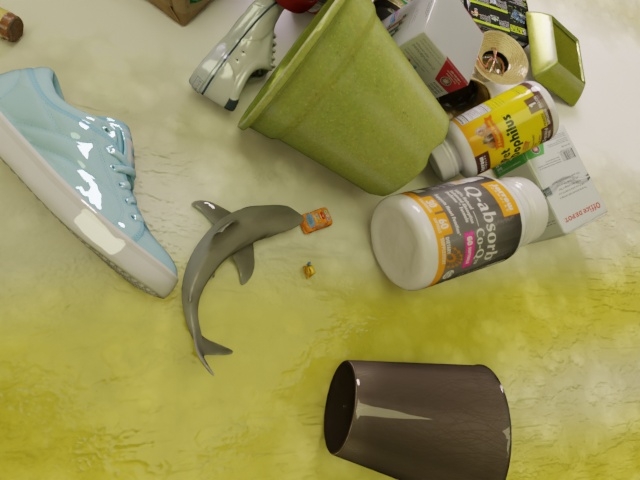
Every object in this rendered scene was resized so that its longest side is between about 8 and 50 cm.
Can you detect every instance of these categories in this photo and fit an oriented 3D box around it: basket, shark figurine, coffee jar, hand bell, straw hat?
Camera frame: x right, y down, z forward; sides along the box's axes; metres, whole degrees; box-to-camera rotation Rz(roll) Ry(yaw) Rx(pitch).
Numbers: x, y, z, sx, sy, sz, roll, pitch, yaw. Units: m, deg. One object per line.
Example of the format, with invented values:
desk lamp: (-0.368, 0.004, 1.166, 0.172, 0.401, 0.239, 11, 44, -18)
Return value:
basket: (0.131, 0.265, 0.589, 0.227, 0.154, 0.204, 15, 70, -12)
shark figurine: (-0.144, 0.029, 0.569, 0.166, 0.116, 0.278, 30, 67, -9)
coffee jar: (0.155, -0.490, 0.825, 0.096, 0.079, 0.184, 27, 68, -15)
hand bell: (0.282, -0.365, 0.843, 0.126, 0.126, 0.241, 18, 58, -15)
straw hat: (0.378, -0.386, 0.889, 0.145, 0.061, 0.144, 4, 75, -14)

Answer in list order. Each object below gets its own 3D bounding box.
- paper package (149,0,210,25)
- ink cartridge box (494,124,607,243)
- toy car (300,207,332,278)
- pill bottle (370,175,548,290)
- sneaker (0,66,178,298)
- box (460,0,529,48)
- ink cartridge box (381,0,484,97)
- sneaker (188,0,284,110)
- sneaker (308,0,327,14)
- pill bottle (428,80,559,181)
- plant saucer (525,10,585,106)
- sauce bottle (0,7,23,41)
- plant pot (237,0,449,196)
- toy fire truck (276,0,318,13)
paper package: (-0.246, -0.592, 0.661, 0.310, 0.168, 0.324, 35, 67, -8)
ink cartridge box: (0.475, -0.116, 0.840, 0.153, 0.087, 0.208, -20, 83, -23)
toy car: (0.000, 0.000, 0.665, 0.060, 0.040, 0.121, -2, 77, -20)
pill bottle: (0.240, -0.024, 0.692, 0.279, 0.162, 0.162, -15, 82, -22)
sneaker: (-0.295, -0.090, 0.532, 0.150, 0.135, 0.366, -44, 94, -21)
box: (0.411, -0.563, 0.957, 0.191, 0.045, 0.184, 4, 78, -20)
ink cartridge box: (0.171, -0.334, 0.725, 0.128, 0.176, 0.127, 32, 69, -30)
sneaker: (-0.118, -0.328, 0.691, 0.091, 0.094, 0.258, 39, 72, -23)
sneaker: (-0.012, -0.537, 0.770, 0.088, 0.093, 0.225, -6, 80, -22)
pill bottle: (0.310, -0.194, 0.747, 0.215, 0.117, 0.117, -27, 86, 10)
plant saucer: (0.569, -0.441, 0.955, 0.189, 0.045, 0.188, 12, 72, -32)
sauce bottle: (-0.499, -0.330, 0.569, 0.128, 0.042, 0.042, 24, 70, -15)
plant pot: (0.053, -0.213, 0.639, 0.254, 0.276, 0.276, 35, 67, -21)
toy fire truck: (0.027, -0.530, 0.648, 0.302, 0.169, 0.253, -19, 98, -37)
